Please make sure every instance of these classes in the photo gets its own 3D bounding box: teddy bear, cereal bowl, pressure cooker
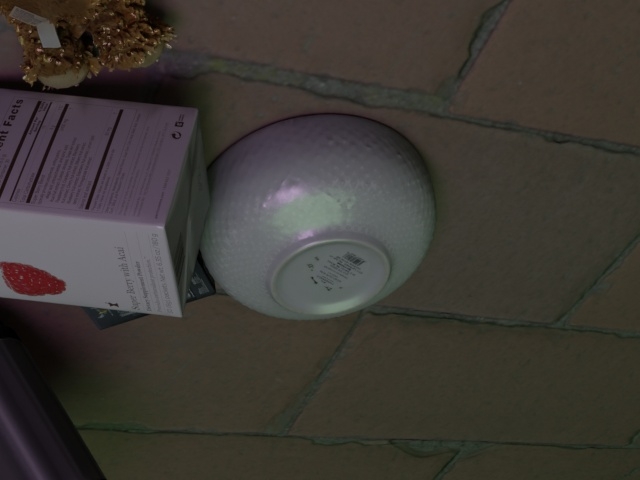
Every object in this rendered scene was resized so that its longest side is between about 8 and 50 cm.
[{"bbox_3d":[-0.273,-0.275,0.911,0.245,0.113,0.338,-18,145,26],"label":"teddy bear"},{"bbox_3d":[0.000,0.000,1.256,0.339,0.141,0.339,-6,139,-6],"label":"cereal bowl"},{"bbox_3d":[-0.529,0.293,1.261,0.370,0.420,0.375,-39,167,20],"label":"pressure cooker"}]

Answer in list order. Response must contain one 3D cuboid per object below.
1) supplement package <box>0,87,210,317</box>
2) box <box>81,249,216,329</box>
[{"bbox_3d":[-0.288,-0.043,1.042,0.293,0.175,0.177,6,144,4],"label":"supplement package"},{"bbox_3d":[-0.267,0.017,1.266,0.184,0.059,0.232,-18,139,4],"label":"box"}]
